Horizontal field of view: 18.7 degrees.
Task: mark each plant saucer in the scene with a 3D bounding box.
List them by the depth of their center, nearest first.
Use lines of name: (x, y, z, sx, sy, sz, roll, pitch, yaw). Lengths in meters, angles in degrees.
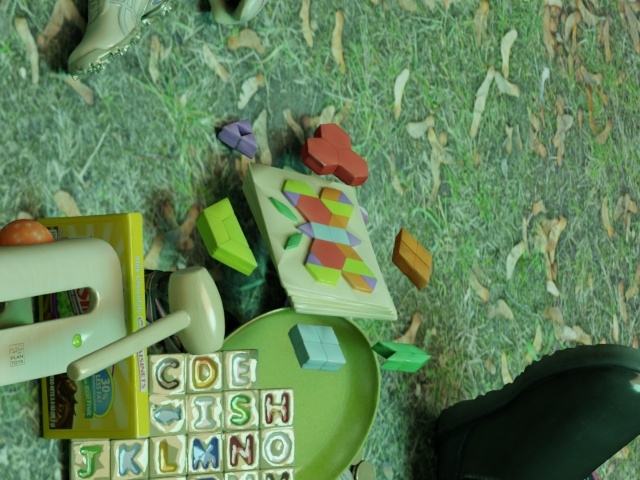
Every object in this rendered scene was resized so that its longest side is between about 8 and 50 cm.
plant saucer: (-0.049, 0.170, 1.977, 0.241, 0.037, 0.241, -14, 118, -28)

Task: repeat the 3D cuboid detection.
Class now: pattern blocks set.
pattern blocks set: (0.000, 0.000, 1.986, 0.285, 0.026, 0.325, -2, 52, -43)

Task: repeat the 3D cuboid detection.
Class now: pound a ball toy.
pound a ball toy: (-0.256, 0.050, 1.636, 0.319, 0.208, 0.135, -10, 95, -53)

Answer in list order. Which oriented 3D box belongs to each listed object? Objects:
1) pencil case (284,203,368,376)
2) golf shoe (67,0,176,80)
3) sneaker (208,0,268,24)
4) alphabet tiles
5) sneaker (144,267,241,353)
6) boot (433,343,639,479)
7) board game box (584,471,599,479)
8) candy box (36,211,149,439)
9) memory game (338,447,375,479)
pencil case: (-0.006, 0.050, 2.088, 0.088, 0.086, 0.206, 21, 67, -28)
golf shoe: (-0.205, -0.222, 1.869, 0.086, 0.069, 0.176, 49, 44, -13)
sneaker: (-0.110, -0.317, 1.957, 0.252, 0.103, 0.111, 53, 46, -36)
alphabet tiles: (-0.130, 0.206, 1.869, 0.237, 0.009, 0.198, -1, 91, -29)
sneaker: (-0.124, 0.078, 1.924, 0.178, 0.077, 0.072, 29, 65, -50)
boot: (0.233, 0.368, 2.126, 0.146, 0.367, 0.445, 24, 58, -21)
board game box: (0.296, 0.416, 2.452, 0.224, 0.097, 0.303, -55, 130, -40)
candy box: (-0.209, 0.079, 1.782, 0.027, 0.105, 0.206, 2, 85, -66)
memory game: (0.006, 0.285, 2.137, 0.186, 0.012, 0.186, 8, 80, -53)
